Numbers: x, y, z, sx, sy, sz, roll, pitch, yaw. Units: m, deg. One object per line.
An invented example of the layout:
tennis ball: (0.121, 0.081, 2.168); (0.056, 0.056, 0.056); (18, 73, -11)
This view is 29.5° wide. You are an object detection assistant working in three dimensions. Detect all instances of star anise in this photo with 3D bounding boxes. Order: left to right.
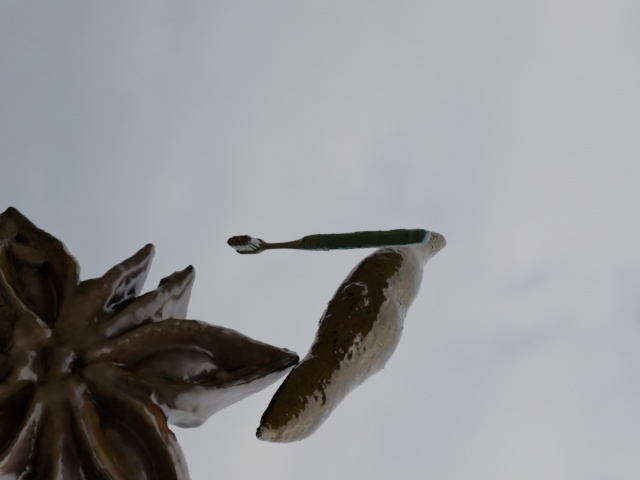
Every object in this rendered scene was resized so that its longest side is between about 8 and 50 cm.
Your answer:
star anise: (-0.191, 0.102, 0.876); (0.109, 0.350, 0.292); (95, -3, -47)

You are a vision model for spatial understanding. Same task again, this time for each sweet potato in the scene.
sweet potato: (0.026, 0.069, 0.895); (0.067, 0.067, 0.274); (-32, -167, 44)

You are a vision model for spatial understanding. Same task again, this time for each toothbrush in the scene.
toothbrush: (0.000, 0.000, 0.723); (0.167, 0.014, 0.011); (-3, -113, 47)
